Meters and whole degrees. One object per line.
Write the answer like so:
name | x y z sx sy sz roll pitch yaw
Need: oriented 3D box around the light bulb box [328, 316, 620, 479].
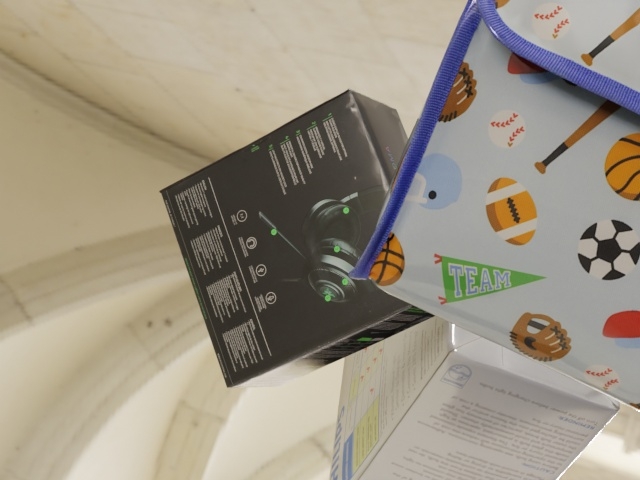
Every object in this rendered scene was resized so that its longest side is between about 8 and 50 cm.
light bulb box | 0.188 0.165 1.607 0.358 0.225 0.361 -81 15 -48

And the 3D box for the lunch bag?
lunch bag | 0.247 -0.087 1.008 0.385 0.327 0.239 -65 -4 15

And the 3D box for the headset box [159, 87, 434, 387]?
headset box | 0.000 0.000 1.375 0.131 0.283 0.246 10 -124 -64
